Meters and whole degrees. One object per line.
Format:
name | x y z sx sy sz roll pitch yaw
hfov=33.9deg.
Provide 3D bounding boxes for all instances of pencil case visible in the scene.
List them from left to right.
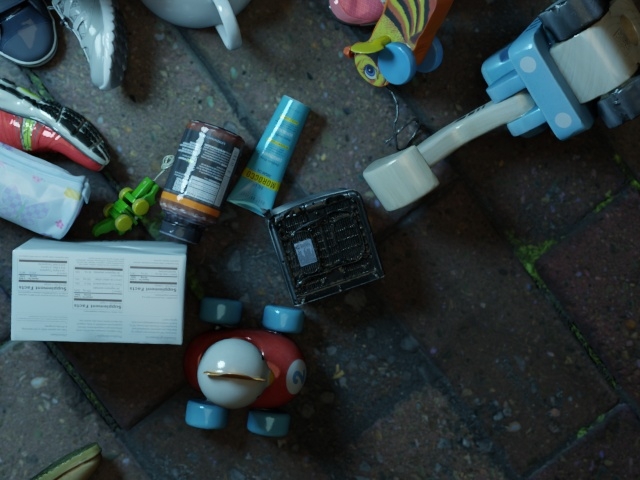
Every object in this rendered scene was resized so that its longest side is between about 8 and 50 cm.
pencil case | -0.512 -0.104 1.687 0.273 0.113 0.124 26 117 -18

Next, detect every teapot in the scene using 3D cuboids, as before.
teapot | -0.205 -0.472 1.722 0.256 0.187 0.252 23 88 -7

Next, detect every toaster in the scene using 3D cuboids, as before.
toaster | 0.000 0.000 1.779 0.168 0.110 0.185 -19 100 -7

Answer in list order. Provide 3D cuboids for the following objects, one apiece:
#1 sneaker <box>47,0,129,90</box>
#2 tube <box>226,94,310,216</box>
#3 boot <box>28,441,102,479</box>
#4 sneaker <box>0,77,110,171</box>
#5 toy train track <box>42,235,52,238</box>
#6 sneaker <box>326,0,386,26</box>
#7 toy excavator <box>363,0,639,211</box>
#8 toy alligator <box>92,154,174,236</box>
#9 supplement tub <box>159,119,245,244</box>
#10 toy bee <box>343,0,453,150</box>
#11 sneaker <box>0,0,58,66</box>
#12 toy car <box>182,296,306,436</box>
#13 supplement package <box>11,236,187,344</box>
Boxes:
sneaker | -0.394 -0.380 1.755 0.115 0.105 0.281 -12 81 2
tube | -0.083 -0.147 1.810 0.080 0.052 0.207 25 94 -1
boot | -0.400 0.504 1.762 0.236 0.089 0.269 -34 94 6
sneaker | -0.484 -0.180 1.752 0.279 0.107 0.118 28 106 -3
toy train track | -0.446 0.002 1.785 0.048 0.014 0.083 -41 95 -4
sneaker | 0.160 -0.457 1.786 0.314 0.136 0.116 -19 91 -6
toy excavator | 0.327 -0.232 1.767 0.445 0.433 0.222 -28 101 38
toy alligator | -0.306 -0.065 1.785 0.190 0.056 0.051 -45 139 -10
supplement tub | -0.206 -0.096 1.765 0.106 0.106 0.197 20 89 -6
toy bee | 0.110 -0.318 1.765 0.162 0.195 0.298 36 113 25
sneaker | -0.548 -0.432 1.717 0.126 0.127 0.321 -33 95 -6
toy car | -0.120 0.216 1.709 0.210 0.238 0.219 8 90 -6
supplement package | -0.349 0.078 1.696 0.262 0.204 0.145 3 95 -6
